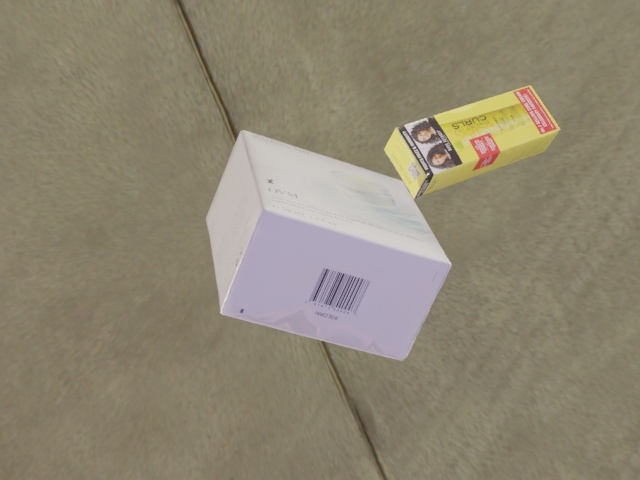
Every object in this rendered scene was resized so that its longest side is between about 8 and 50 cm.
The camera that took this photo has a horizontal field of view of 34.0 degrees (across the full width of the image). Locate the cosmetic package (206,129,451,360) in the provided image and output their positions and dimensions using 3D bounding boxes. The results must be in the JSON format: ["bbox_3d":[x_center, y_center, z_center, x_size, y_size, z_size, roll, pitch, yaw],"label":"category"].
[{"bbox_3d":[0.000,0.000,1.209,0.224,0.225,0.138,16,112,-19],"label":"cosmetic package"}]

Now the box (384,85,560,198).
[{"bbox_3d":[0.207,-0.136,1.419,0.232,0.058,0.087,-19,69,-26],"label":"box"}]
